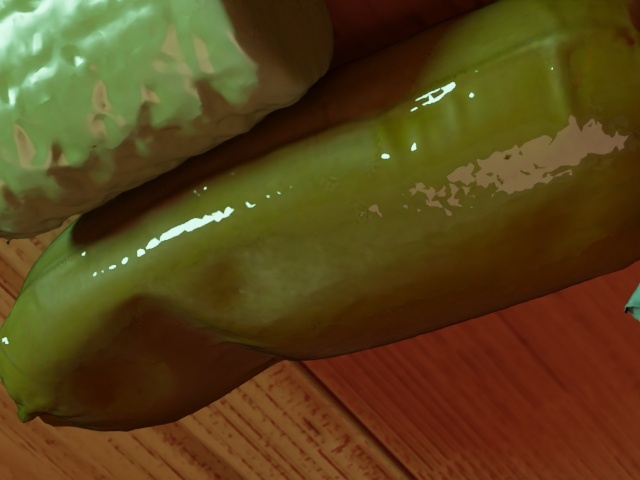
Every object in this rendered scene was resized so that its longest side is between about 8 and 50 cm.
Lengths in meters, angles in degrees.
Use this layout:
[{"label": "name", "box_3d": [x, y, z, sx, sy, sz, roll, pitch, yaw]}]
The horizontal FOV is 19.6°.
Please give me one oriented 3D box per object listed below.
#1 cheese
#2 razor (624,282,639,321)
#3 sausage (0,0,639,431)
[{"label": "cheese", "box_3d": [-0.088, -0.081, 0.753, 0.167, 0.094, 0.123, -27, 81, 26]}, {"label": "razor", "box_3d": [0.178, -0.050, 0.708, 0.084, 0.211, 0.036, 48, 163, -29]}, {"label": "sausage", "box_3d": [-0.001, -0.004, 0.798, 0.353, 0.116, 0.134, -22, 154, 25]}]
